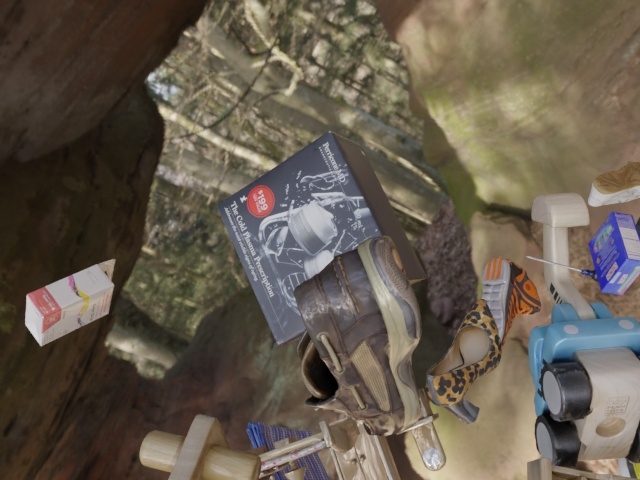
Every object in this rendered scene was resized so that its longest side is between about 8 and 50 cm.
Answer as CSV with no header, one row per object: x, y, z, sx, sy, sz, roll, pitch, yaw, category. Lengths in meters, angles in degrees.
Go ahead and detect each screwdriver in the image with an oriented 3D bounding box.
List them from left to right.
0.457,0.054,1.114,0.024,0.169,0.025,62,-139,-70,screwdriver

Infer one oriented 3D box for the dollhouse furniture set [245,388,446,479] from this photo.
0.035,0.391,1.040,0.303,0.355,0.174,-26,72,18,dollhouse furniture set

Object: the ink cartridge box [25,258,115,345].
-0.508,0.126,1.295,0.198,0.067,0.115,-29,-22,-41,ink cartridge box

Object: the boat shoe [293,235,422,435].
0.035,0.129,0.711,0.355,0.130,0.132,80,174,-48,boat shoe

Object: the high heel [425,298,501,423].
0.273,0.203,1.187,0.093,0.186,0.261,-4,58,37,high heel

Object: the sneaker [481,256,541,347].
0.548,0.219,1.778,0.124,0.180,0.321,-5,66,60,sneaker

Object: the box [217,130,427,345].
0.000,0.000,1.325,0.312,0.343,0.179,-31,-14,20,box

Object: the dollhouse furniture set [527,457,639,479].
0.526,0.421,0.946,0.394,0.256,0.362,109,171,-61,dollhouse furniture set

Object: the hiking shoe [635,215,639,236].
0.706,-0.030,1.207,0.086,0.226,0.114,45,154,49,hiking shoe

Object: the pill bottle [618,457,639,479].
0.873,0.506,1.389,0.334,0.188,0.188,-34,35,42,pill bottle

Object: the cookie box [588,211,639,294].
0.500,0.022,1.040,0.092,0.040,0.107,100,177,-50,cookie box

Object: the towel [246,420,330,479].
-0.059,0.600,1.631,0.040,0.336,0.243,-36,58,11,towel

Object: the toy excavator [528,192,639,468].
0.521,0.175,1.273,0.445,0.222,0.433,-97,2,-57,toy excavator

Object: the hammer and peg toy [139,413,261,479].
-0.135,0.379,0.680,0.361,0.127,0.266,84,-161,-48,hammer and peg toy

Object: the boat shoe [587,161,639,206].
0.909,-0.161,1.836,0.096,0.277,0.098,101,151,-50,boat shoe
